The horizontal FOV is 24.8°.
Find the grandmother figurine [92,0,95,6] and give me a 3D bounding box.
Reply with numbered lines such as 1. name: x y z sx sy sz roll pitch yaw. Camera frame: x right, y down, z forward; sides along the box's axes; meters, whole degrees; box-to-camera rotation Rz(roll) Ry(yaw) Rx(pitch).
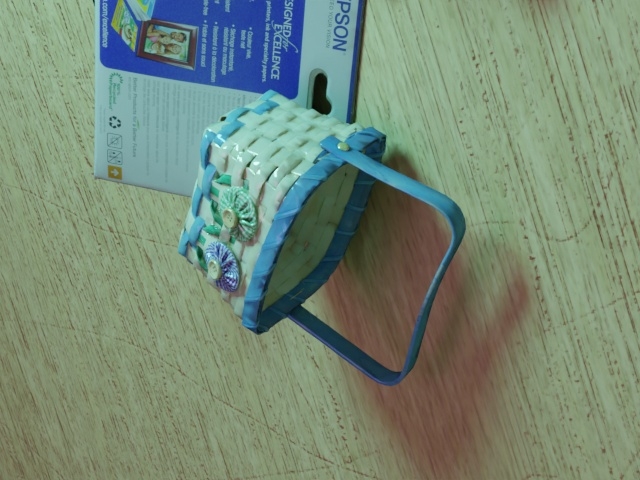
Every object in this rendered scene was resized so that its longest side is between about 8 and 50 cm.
1. grandmother figurine: -0.238 -0.327 1.772 0.342 0.104 0.208 53 131 17

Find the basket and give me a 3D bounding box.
1. basket: 0.000 0.000 1.539 0.289 0.201 0.255 28 130 15

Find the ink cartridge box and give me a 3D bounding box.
1. ink cartridge box: -0.105 -0.183 1.638 0.307 0.072 0.303 11 120 8
